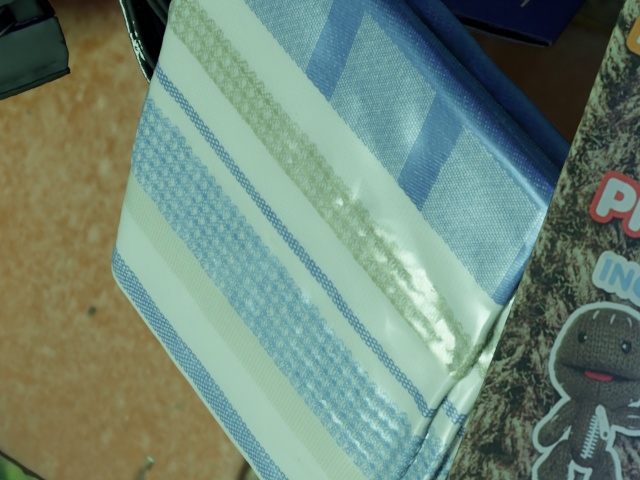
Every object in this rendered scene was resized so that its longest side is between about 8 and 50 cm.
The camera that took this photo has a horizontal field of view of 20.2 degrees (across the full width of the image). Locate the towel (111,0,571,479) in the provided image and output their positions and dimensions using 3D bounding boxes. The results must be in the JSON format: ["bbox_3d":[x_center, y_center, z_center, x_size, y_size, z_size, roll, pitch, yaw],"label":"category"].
[{"bbox_3d":[0.000,0.000,0.704,0.209,0.034,0.285,50,146,21],"label":"towel"}]

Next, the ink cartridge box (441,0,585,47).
[{"bbox_3d":[0.051,-0.263,0.699,0.270,0.151,0.395,45,107,23],"label":"ink cartridge box"}]

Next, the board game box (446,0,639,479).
[{"bbox_3d":[0.164,0.046,0.577,0.141,0.232,0.291,24,100,27],"label":"board game box"}]

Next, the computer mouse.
[{"bbox_3d":[-0.185,-0.129,0.820,0.262,0.184,0.060,5,47,30],"label":"computer mouse"}]
